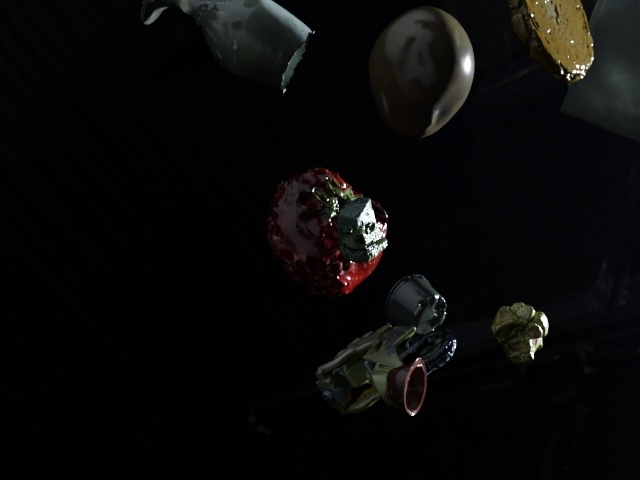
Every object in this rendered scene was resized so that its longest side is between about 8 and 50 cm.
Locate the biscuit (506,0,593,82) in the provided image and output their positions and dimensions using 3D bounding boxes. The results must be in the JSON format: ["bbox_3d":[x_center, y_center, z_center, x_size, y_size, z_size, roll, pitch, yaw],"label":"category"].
[{"bbox_3d":[0.363,-0.351,1.339,0.042,0.226,0.226,-20,-155,43],"label":"biscuit"}]

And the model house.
[{"bbox_3d":[0.063,-0.018,1.339,0.066,0.083,0.079,10,-148,38],"label":"model house"}]

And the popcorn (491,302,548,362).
[{"bbox_3d":[0.349,0.164,1.489,0.097,0.109,0.089,23,-116,34],"label":"popcorn"}]

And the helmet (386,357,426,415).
[{"bbox_3d":[0.149,0.258,1.521,0.057,0.111,0.089,13,-143,33],"label":"helmet"}]

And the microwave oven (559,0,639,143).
[{"bbox_3d":[0.802,-0.473,1.984,0.236,0.374,0.432,-41,152,-51],"label":"microwave oven"}]

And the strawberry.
[{"bbox_3d":[0.000,0.000,1.779,0.220,0.274,0.274,-44,-172,48],"label":"strawberry"}]

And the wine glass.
[{"bbox_3d":[-0.138,-0.323,1.254,0.126,0.241,0.126,-154,-90,-88],"label":"wine glass"}]

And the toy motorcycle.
[{"bbox_3d":[0.153,0.321,2.099,0.237,0.169,0.410,-41,-167,-35],"label":"toy motorcycle"}]

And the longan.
[{"bbox_3d":[0.262,-0.430,2.174,0.288,0.350,0.288,5,-139,-4],"label":"longan"}]

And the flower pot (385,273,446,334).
[{"bbox_3d":[0.267,0.184,2.282,0.157,0.157,0.107,-41,-142,-10],"label":"flower pot"}]
